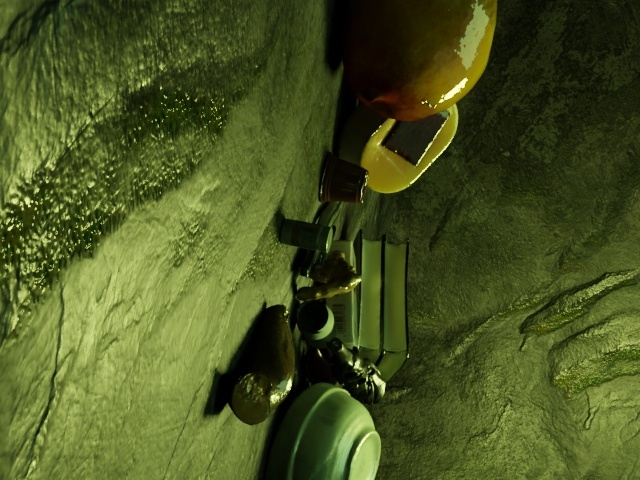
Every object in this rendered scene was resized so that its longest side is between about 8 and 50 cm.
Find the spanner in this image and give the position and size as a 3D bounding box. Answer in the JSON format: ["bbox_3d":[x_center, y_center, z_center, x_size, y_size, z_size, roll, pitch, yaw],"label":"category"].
[{"bbox_3d":[0.000,0.000,1.798,0.325,0.040,0.096,-63,162,-65],"label":"spanner"}]

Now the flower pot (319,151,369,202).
[{"bbox_3d":[0.052,-0.124,1.812,0.111,0.089,0.111,11,90,-81],"label":"flower pot"}]

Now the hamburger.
[{"bbox_3d":[0.166,-0.245,1.929,0.295,0.151,0.227,-43,131,3],"label":"hamburger"}]

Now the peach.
[{"bbox_3d":[0.188,-0.408,1.681,0.372,0.289,0.373,15,90,-80],"label":"peach"}]

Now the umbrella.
[{"bbox_3d":[0.071,0.291,1.976,0.340,0.118,0.118,62,39,-59],"label":"umbrella"}]

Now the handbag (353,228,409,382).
[{"bbox_3d":[0.128,0.180,2.264,0.237,0.160,0.359,108,-12,-58],"label":"handbag"}]

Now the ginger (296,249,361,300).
[{"bbox_3d":[0.025,0.077,1.784,0.193,0.176,0.053,-37,115,-38],"label":"ginger"}]

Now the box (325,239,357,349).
[{"bbox_3d":[0.050,0.135,2.031,0.155,0.067,0.243,77,12,-71],"label":"box"}]

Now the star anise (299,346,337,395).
[{"bbox_3d":[-0.001,0.362,2.072,0.288,0.088,0.288,-2,90,-82],"label":"star anise"}]

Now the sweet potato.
[{"bbox_3d":[-0.082,0.197,1.376,0.286,0.085,0.112,-65,159,-59],"label":"sweet potato"}]

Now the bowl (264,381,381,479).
[{"bbox_3d":[0.024,0.473,1.889,0.307,0.163,0.307,-35,131,-54],"label":"bowl"}]

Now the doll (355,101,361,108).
[{"bbox_3d":[0.104,-0.257,2.064,0.137,0.097,0.210,-21,145,-43],"label":"doll"}]

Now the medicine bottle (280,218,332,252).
[{"bbox_3d":[-0.024,-0.009,1.494,0.047,0.083,0.047,11,90,-81],"label":"medicine bottle"}]

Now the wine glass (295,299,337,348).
[{"bbox_3d":[-0.008,0.177,1.839,0.195,0.079,0.079,69,33,-73],"label":"wine glass"}]
